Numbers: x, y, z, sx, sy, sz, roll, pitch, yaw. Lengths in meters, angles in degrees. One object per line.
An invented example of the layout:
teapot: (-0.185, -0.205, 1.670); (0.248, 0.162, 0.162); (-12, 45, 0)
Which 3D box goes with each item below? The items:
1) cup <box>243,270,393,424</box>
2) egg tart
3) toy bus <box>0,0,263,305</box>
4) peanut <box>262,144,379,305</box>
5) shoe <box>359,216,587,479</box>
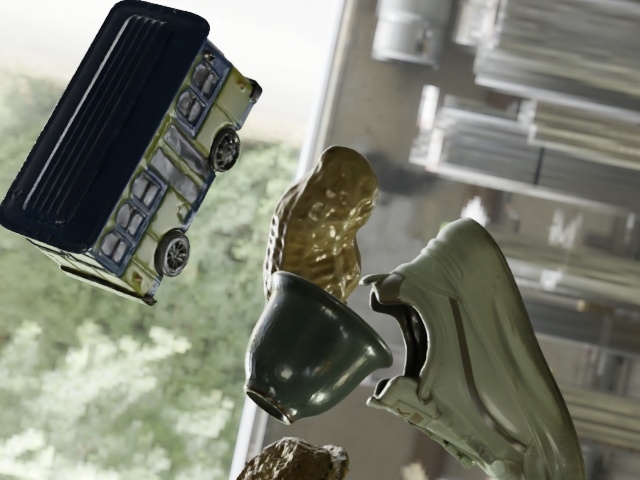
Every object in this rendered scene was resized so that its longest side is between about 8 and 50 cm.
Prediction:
cup: (-0.025, 0.159, 1.898); (0.199, 0.150, 0.199); (34, 163, 12)
egg tart: (-0.034, 0.206, 1.212); (0.049, 0.129, 0.129); (55, 165, -15)
toy bus: (-0.199, -0.095, 1.561); (0.138, 0.288, 0.175); (18, 164, 31)
peanut: (0.000, 0.000, 2.125); (0.153, 0.325, 0.140); (38, -139, 19)
shoe: (0.124, 0.145, 1.309); (0.159, 0.316, 0.124); (-16, 171, -12)
